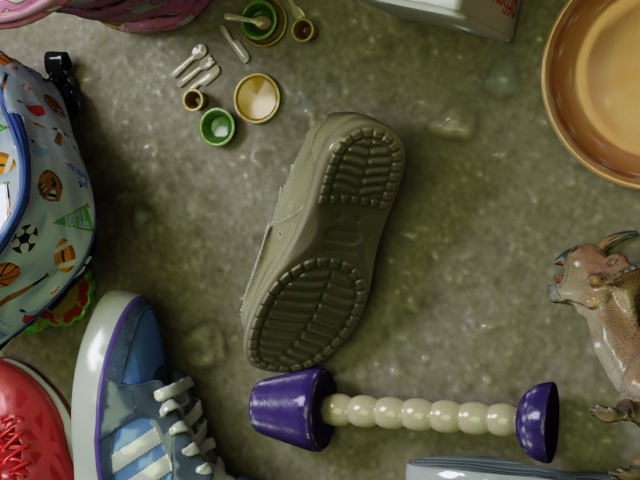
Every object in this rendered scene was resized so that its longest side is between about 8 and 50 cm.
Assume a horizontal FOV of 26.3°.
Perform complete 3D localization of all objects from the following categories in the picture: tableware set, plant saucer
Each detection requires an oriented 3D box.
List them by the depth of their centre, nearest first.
[{"bbox_3d":[0.286,-0.140,1.151,0.200,0.037,0.200,1,93,21],"label":"plant saucer"},{"bbox_3d":[-0.069,-0.164,1.291,0.154,0.024,0.104,-37,80,17],"label":"tableware set"}]

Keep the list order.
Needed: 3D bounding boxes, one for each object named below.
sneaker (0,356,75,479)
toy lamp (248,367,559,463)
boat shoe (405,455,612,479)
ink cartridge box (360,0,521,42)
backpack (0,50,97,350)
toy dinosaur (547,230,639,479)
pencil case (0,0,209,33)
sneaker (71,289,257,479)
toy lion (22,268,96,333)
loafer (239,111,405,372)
[{"bbox_3d":[-0.294,0.214,1.331,0.087,0.128,0.221,-39,79,17],"label":"sneaker"},{"bbox_3d":[0.070,0.156,1.221,0.275,0.080,0.080,2,93,21],"label":"toy lamp"},{"bbox_3d":[0.181,0.234,1.177,0.226,0.083,0.075,4,92,20],"label":"boat shoe"},{"bbox_3d":[0.115,-0.314,1.123,0.115,0.198,0.272,14,96,20],"label":"ink cartridge box"},{"bbox_3d":[-0.334,-0.036,1.269,0.276,0.213,0.263,-46,55,16],"label":"backpack"},{"bbox_3d":[0.320,0.110,1.111,0.296,0.127,0.200,28,65,2],"label":"toy dinosaur"},{"bbox_3d":[-0.196,-0.250,1.149,0.167,0.386,0.160,29,103,7],"label":"pencil case"},{"bbox_3d":[-0.102,0.213,1.270,0.236,0.130,0.322,3,90,13],"label":"sneaker"},{"bbox_3d":[-0.276,0.054,1.374,0.096,0.034,0.100,37,104,8],"label":"toy lion"},{"bbox_3d":[0.000,0.000,1.236,0.102,0.092,0.268,15,115,-20],"label":"loafer"}]
